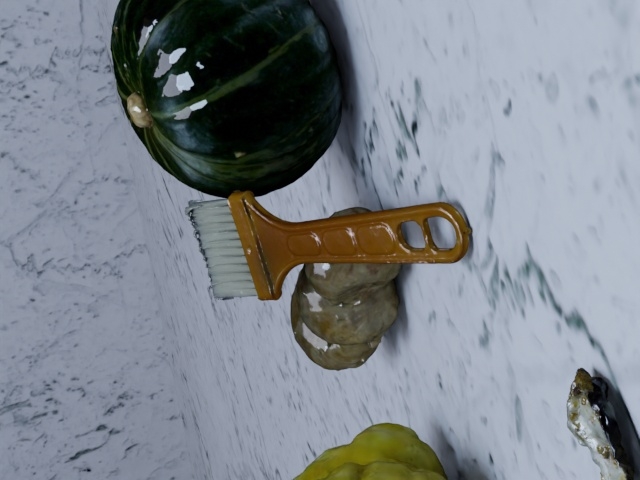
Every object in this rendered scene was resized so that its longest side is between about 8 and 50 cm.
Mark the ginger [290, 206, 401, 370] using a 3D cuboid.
[{"bbox_3d":[0.018,0.040,1.202,0.204,0.080,0.104,109,138,-67],"label":"ginger"}]

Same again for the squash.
[{"bbox_3d":[-0.076,-0.135,1.203,0.218,0.172,0.218,166,90,-75],"label":"squash"}]

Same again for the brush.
[{"bbox_3d":[0.000,0.000,1.095,0.314,0.017,0.090,-4,106,52],"label":"brush"}]

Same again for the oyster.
[{"bbox_3d":[0.156,0.108,0.810,0.054,0.019,0.083,98,153,-65],"label":"oyster"}]

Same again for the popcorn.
[{"bbox_3d":[0.053,0.239,1.130,0.226,0.200,0.203,46,-141,-38],"label":"popcorn"}]
